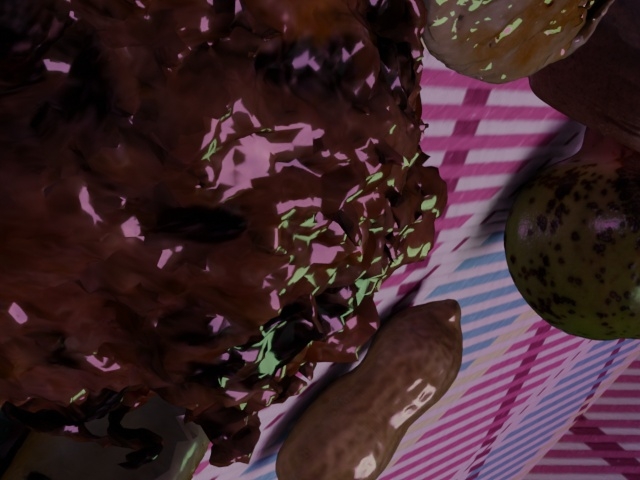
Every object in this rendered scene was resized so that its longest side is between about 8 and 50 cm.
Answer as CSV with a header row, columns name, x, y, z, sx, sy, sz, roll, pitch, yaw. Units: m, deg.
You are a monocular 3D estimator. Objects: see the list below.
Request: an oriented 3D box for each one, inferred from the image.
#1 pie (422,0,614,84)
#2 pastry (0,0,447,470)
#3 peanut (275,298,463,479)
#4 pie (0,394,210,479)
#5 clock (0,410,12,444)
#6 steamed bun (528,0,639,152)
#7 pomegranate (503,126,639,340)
name,x,y,z,sx,sy,sz,roll,pitch,yaw
pie,0.177,-0.231,1.204,0.339,0.077,0.339,-45,164,-17
pastry,-0.083,-0.053,0.626,0.275,0.275,0.193,113,-14,-48
peanut,0.049,0.138,1.713,0.228,0.085,0.104,-48,-169,-10
pie,-0.159,0.162,1.039,0.371,0.078,0.296,-49,-173,29
clock,-0.220,0.127,0.992,0.135,0.041,0.101,-50,165,1
steamed bun,0.253,-0.156,1.478,0.175,0.145,0.106,-49,149,-14
pomegranate,0.278,-0.032,1.802,0.214,0.214,0.248,0,95,-71
